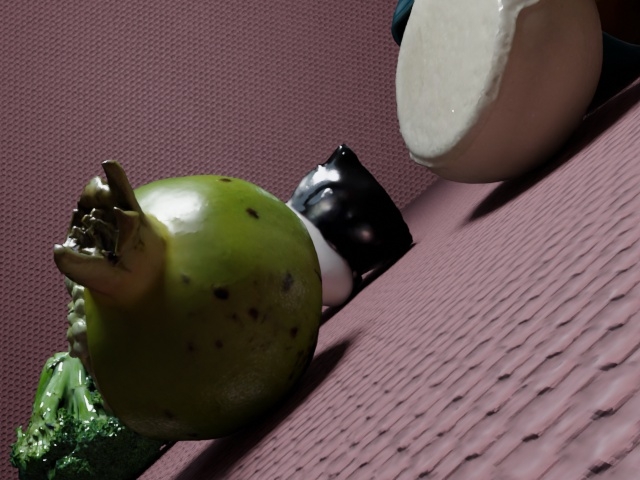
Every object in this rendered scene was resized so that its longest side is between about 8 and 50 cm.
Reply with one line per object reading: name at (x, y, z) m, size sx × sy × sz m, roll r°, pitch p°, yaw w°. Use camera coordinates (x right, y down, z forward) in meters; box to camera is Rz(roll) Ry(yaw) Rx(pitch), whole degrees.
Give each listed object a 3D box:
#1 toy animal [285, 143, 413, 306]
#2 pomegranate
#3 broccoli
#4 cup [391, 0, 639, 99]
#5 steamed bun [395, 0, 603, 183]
toy animal at (0.004, 0.007, 1.074) m, size 0.266 × 0.212 × 0.212 m, roll -43°, pitch -1°, yaw -1°
pomegranate at (-0.127, 0.048, 0.617) m, size 0.260 × 0.260 × 0.341 m, roll -40°, pitch -27°, yaw -5°
broccoli at (-0.377, 0.302, 1.089) m, size 0.294 × 0.245 × 0.265 m, roll -16°, pitch -16°, yaw 12°
cup at (0.290, -0.288, 0.958) m, size 0.307 × 0.242 × 0.292 m, roll -2°, pitch -21°, yaw -24°
steamed bun at (0.210, -0.201, 0.764) m, size 0.177 × 0.283 × 0.283 m, roll 5°, pitch -19°, yaw -19°
